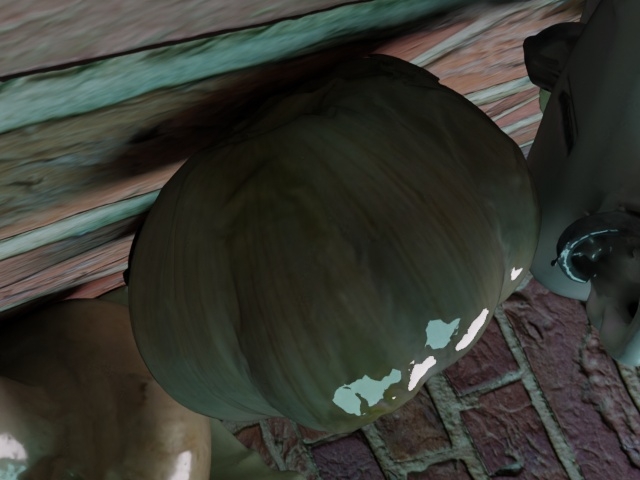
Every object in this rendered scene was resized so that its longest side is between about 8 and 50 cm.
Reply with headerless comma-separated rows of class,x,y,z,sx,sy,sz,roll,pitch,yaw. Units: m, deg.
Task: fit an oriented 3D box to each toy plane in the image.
toy plane,0.171,-0.060,0.706,0.118,0.252,0.252,9,169,-11

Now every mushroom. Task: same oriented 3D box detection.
mushroom,-0.247,0.187,1.160,0.292,0.293,0.290,-26,160,26

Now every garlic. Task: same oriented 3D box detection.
garlic,0.003,-0.002,0.714,0.228,0.152,0.228,-32,-162,12

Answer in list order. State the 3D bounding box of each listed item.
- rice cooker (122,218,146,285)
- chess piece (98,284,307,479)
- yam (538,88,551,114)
rice cooker,-0.070,0.023,0.958,0.106,0.112,0.165,-17,174,-21
chess piece,-0.145,0.188,1.418,0.194,0.299,0.194,-25,176,-2
yam,0.363,-0.179,1.266,0.371,0.083,0.083,-21,176,-17
